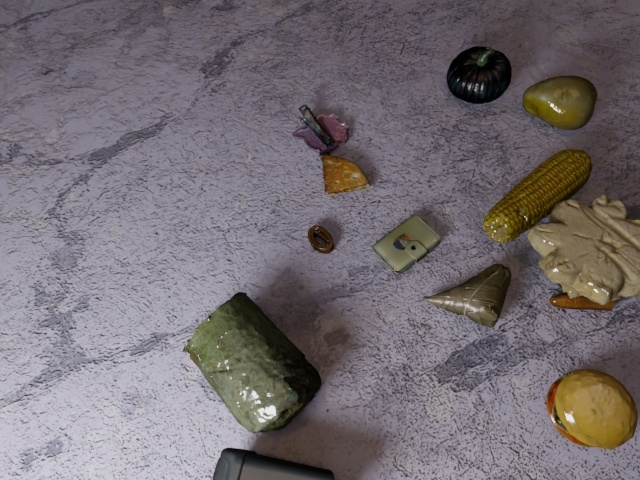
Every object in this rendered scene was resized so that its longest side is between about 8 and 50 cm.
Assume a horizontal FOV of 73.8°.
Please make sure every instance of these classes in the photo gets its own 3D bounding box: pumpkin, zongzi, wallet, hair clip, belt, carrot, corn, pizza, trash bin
[{"bbox_3d":[0.488,-0.509,1.318,0.194,0.150,0.194,-23,51,31],"label":"pumpkin"},{"bbox_3d":[0.369,0.102,1.056,0.178,0.081,0.189,18,60,24],"label":"zongzi"},{"bbox_3d":[0.229,0.012,1.127,0.155,0.039,0.110,-35,63,-14],"label":"wallet"},{"bbox_3d":[0.002,-0.342,1.320,0.146,0.056,0.187,-41,79,-12],"label":"hair clip"},{"bbox_3d":[0.000,0.000,1.152,0.059,0.036,0.083,-40,67,-8],"label":"belt"},{"bbox_3d":[0.626,0.147,1.025,0.139,0.048,0.048,-1,63,6],"label":"carrot"},{"bbox_3d":[0.575,-0.122,1.125,0.363,0.120,0.120,-35,66,-12],"label":"corn"},{"bbox_3d":[0.058,-0.177,1.230,0.178,0.041,0.130,22,73,10],"label":"pizza"},{"bbox_3d":[-0.095,0.481,0.840,0.236,0.176,0.101,9,64,4],"label":"trash bin"}]

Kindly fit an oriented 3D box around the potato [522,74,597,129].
[{"bbox_3d":[0.701,-0.410,1.257,0.194,0.157,0.157,18,65,27],"label":"potato"}]

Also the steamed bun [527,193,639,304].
[{"bbox_3d":[0.642,0.036,1.020,0.292,0.137,0.295,8,57,8],"label":"steamed bun"}]

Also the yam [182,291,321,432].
[{"bbox_3d":[-0.149,0.275,0.940,0.195,0.195,0.300,-42,67,-16],"label":"yam"}]

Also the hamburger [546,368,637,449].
[{"bbox_3d":[0.561,0.350,0.887,0.162,0.115,0.162,-2,65,5],"label":"hamburger"}]
